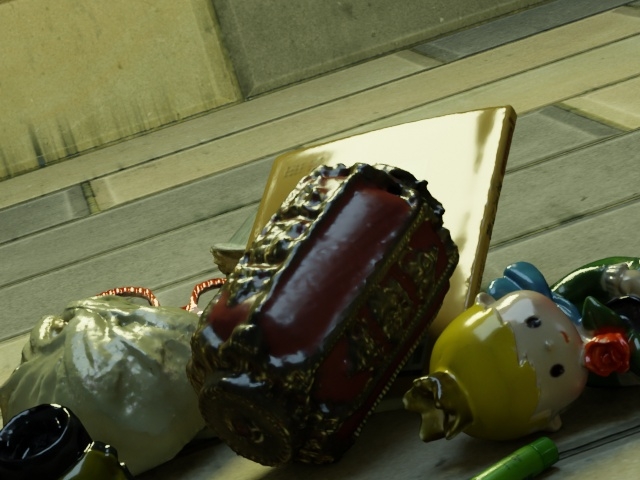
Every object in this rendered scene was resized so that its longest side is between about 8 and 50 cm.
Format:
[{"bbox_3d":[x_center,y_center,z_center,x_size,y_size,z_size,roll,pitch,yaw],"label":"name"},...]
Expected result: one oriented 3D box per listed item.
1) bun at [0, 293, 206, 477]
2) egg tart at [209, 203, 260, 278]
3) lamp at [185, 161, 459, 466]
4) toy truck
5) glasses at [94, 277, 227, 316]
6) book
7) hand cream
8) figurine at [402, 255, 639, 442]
[{"bbox_3d":[-0.195,0.123,1.775,0.231,0.133,0.231,-28,21,12],"label":"bun"},{"bbox_3d":[0.000,0.000,2.073,0.234,0.094,0.234,2,1,0],"label":"egg tart"},{"bbox_3d":[0.002,0.059,1.654,0.177,0.177,0.274,-5,41,44],"label":"lamp"},{"bbox_3d":[-0.228,0.236,1.427,0.224,0.147,0.165,-19,34,7],"label":"toy truck"},{"bbox_3d":[-0.144,0.121,1.953,0.255,0.095,0.162,-9,32,-4],"label":"glasses"},{"bbox_3d":[0.035,0.024,1.854,0.269,0.032,0.389,-10,39,26],"label":"book"},{"bbox_3d":[0.121,0.179,1.435,0.122,0.023,0.036,-28,19,-26],"label":"hand cream"},{"bbox_3d":[0.191,0.089,1.538,0.234,0.127,0.185,-15,16,-43],"label":"figurine"}]
